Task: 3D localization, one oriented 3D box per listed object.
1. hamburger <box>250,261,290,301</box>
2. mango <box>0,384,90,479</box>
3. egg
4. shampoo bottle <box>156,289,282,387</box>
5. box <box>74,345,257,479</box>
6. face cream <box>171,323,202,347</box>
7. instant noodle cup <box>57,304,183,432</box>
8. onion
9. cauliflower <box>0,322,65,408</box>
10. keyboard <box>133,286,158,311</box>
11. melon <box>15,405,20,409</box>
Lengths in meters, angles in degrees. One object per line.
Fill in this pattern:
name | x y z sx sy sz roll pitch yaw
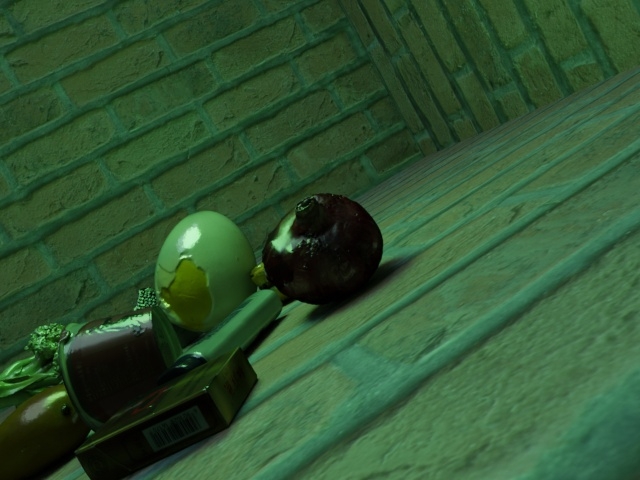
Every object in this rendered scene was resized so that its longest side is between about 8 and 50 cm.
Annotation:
hamburger | -0.081 0.083 1.449 0.190 0.118 0.182 -31 8 26
mango | -0.579 0.400 1.133 0.254 0.139 0.175 -39 -5 -8
egg | -0.310 0.085 1.541 0.282 0.346 0.283 -1 -17 0
shampoo bottle | -0.199 0.210 1.128 0.134 0.078 0.359 -32 5 25
box | -0.225 0.261 0.848 0.240 0.071 0.159 -28 8 15
face cream | -0.472 0.261 1.723 0.177 0.153 0.177 -29 4 2
instant noodle cup | -0.384 0.245 1.122 0.178 0.235 0.235 -20 5 -4
onion | 0.000 0.000 1.120 0.251 0.219 0.252 -14 39 12
cauliflower | -0.693 0.366 1.395 0.281 0.261 0.327 -27 32 -21
keyboard | -0.406 0.194 1.642 0.016 0.262 0.106 109 166 -45
melon | -0.860 0.494 1.738 0.192 0.139 0.139 -30 4 -35
